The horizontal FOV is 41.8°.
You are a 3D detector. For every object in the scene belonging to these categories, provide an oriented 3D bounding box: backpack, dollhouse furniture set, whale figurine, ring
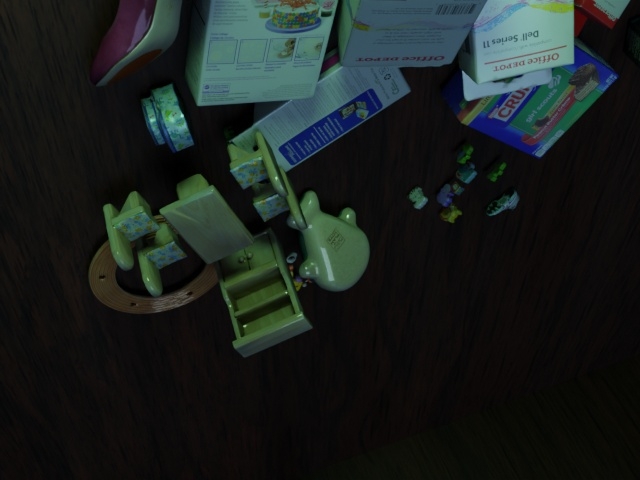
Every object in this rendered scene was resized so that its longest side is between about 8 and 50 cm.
[{"bbox_3d":[-0.286,-0.225,1.584,0.084,0.114,0.105,-23,144,-5],"label":"backpack"},{"bbox_3d":[-0.189,0.040,1.768,0.362,0.257,0.394,-24,147,6],"label":"dollhouse furniture set"},{"bbox_3d":[0.000,0.000,2.030,0.216,0.141,0.272,-53,126,-19],"label":"whale figurine"},{"bbox_3d":[-0.369,0.052,1.941,0.336,0.032,0.337,-17,143,-13],"label":"ring"}]

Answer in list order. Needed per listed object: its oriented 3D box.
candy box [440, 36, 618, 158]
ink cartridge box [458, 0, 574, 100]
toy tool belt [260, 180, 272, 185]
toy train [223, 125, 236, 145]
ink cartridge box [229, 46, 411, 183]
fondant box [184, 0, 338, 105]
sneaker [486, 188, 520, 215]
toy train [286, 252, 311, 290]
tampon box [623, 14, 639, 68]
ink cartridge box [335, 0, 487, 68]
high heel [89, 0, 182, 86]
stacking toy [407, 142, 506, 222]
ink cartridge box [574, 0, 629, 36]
[{"bbox_3d":[0.470,-0.352,1.877,0.317,0.122,0.268,16,125,-41],"label":"candy box"},{"bbox_3d":[0.370,-0.432,1.605,0.207,0.119,0.354,-13,120,-4],"label":"ink cartridge box"},{"bbox_3d":[-0.101,-0.102,1.897,0.052,0.051,0.083,-38,142,16],"label":"toy tool belt"},{"bbox_3d":[-0.185,-0.207,1.750,0.023,0.017,0.083,-14,143,0],"label":"toy train"},{"bbox_3d":[-0.004,-0.275,1.736,0.370,0.069,0.176,-34,144,6],"label":"ink cartridge box"},{"bbox_3d":[-0.103,-0.403,1.497,0.238,0.096,0.330,-8,140,-23],"label":"fondant box"},{"bbox_3d":[0.504,-0.093,2.281,0.098,0.038,0.069,-39,141,17],"label":"sneaker"},{"bbox_3d":[-0.062,0.075,2.144,0.125,0.046,0.166,-44,140,12],"label":"toy train"},{"bbox_3d":[0.799,-0.447,1.928,0.120,0.161,0.101,-22,143,-5],"label":"tampon box"},{"bbox_3d":[0.157,-0.430,1.468,0.226,0.131,0.306,-2,166,-9],"label":"ink cartridge box"},{"bbox_3d":[-0.308,-0.416,1.399,0.377,0.181,0.127,-34,-178,34],"label":"high heel"},{"bbox_3d":[0.344,-0.146,2.118,0.167,0.052,0.221,18,123,-45],"label":"stacking toy"},{"bbox_3d":[0.580,-0.531,1.723,0.134,0.078,0.231,13,113,-41],"label":"ink cartridge box"}]
